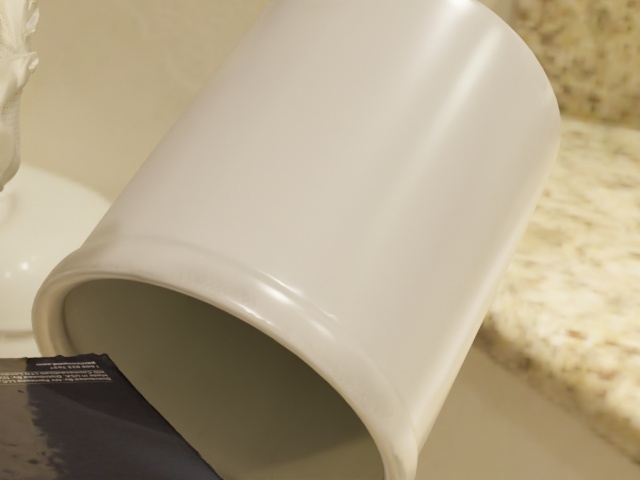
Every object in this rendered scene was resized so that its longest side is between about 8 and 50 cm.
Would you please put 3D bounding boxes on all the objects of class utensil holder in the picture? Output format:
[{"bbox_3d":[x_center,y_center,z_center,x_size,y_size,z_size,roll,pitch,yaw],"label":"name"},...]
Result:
[{"bbox_3d":[0.000,0.000,1.179,0.327,0.328,0.385,16,53,24],"label":"utensil holder"}]

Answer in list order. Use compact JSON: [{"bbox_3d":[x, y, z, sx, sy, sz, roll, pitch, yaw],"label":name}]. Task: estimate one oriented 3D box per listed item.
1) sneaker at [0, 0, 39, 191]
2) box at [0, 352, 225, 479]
[{"bbox_3d":[-0.154,-0.153,0.738,0.169,0.292,0.108,-26,52,-21],"label":"sneaker"},{"bbox_3d":[-0.187,0.265,0.936,0.182,0.296,0.294,1,17,-33],"label":"box"}]
